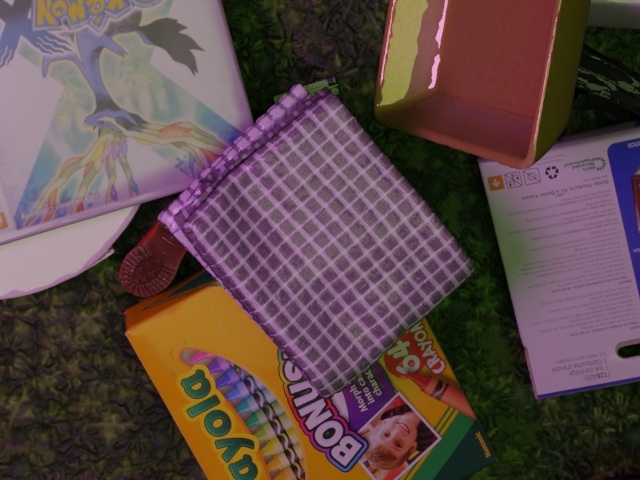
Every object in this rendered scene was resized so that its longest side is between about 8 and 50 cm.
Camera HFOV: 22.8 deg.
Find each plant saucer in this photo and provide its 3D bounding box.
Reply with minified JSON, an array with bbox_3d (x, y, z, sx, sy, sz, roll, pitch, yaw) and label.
[{"bbox_3d":[0.192,-0.263,1.724,0.081,0.333,0.332,4,101,-29],"label":"plant saucer"}]

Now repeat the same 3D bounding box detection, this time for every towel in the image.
[{"bbox_3d":[0.000,0.000,1.724,0.235,0.121,0.283,-42,105,-2],"label":"towel"}]

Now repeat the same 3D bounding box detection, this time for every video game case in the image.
[{"bbox_3d":[-0.254,-0.177,1.718,0.329,0.036,0.300,-17,105,-9],"label":"video game case"}]

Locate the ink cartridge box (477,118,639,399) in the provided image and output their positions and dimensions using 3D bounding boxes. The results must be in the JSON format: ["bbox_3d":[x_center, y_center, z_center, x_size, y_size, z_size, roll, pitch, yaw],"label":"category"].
[{"bbox_3d":[0.369,0.013,1.888,0.304,0.072,0.307,-12,107,12],"label":"ink cartridge box"}]

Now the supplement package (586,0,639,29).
[{"bbox_3d":[0.336,-0.366,1.754,0.139,0.134,0.244,3,86,3],"label":"supplement package"}]

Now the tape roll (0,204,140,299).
[{"bbox_3d":[-0.372,-0.126,1.760,0.392,0.072,0.392,-2,102,-12],"label":"tape roll"}]

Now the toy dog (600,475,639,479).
[{"bbox_3d":[0.500,0.429,1.970,0.408,0.284,0.395,33,130,-17],"label":"toy dog"}]

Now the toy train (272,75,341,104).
[{"bbox_3d":[-0.017,-0.171,1.849,0.083,0.017,0.023,-18,94,-7],"label":"toy train"}]

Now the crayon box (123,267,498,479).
[{"bbox_3d":[-0.012,0.174,1.873,0.313,0.106,0.363,-29,105,-4],"label":"crayon box"}]

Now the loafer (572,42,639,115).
[{"bbox_3d":[0.320,-0.188,1.884,0.223,0.076,0.078,29,100,-10],"label":"loafer"}]

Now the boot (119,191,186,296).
[{"bbox_3d":[-0.173,-0.002,1.832,0.059,0.084,0.158,37,120,-6],"label":"boot"}]
